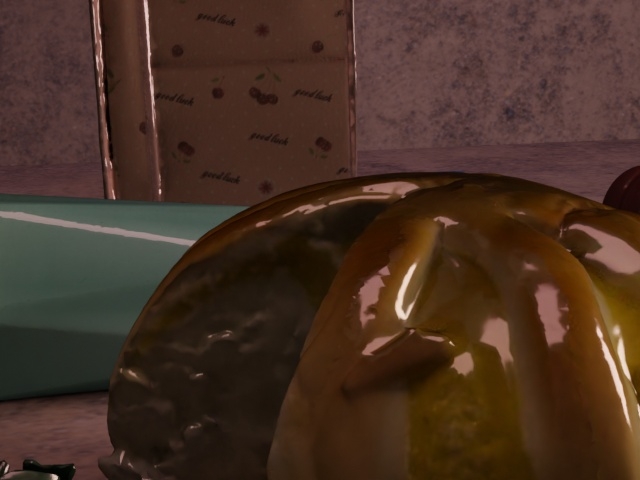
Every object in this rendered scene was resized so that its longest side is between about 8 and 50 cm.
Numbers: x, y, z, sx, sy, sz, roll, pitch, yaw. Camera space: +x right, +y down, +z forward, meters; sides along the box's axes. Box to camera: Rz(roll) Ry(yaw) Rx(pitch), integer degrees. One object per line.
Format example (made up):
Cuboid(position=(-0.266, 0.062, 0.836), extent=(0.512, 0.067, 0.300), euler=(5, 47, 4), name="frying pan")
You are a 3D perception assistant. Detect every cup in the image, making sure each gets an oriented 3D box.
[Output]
Cuboid(position=(-0.131, 0.037, 0.923), extent=(0.236, 0.148, 0.134), euler=(1, -19, -5), name="cup")

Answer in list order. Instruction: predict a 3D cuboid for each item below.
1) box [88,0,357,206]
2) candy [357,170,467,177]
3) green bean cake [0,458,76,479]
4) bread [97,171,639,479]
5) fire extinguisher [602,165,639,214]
Cuboid(position=(-0.081, -0.143, 1.126), extent=(0.190, 0.225, 0.297), euler=(-4, 10, -5), name="box")
Cuboid(position=(0.000, 0.001, 1.227), extent=(0.306, 0.100, 0.157), euler=(-3, 10, -10), name="candy")
Cuboid(position=(-0.175, 0.112, 0.453), extent=(0.193, 0.107, 0.208), euler=(-9, 9, -35), name="green bean cake")
Cuboid(position=(0.063, 0.050, 0.640), extent=(0.333, 0.160, 0.333), euler=(0, 8, 0), name="bread")
Cuboid(position=(0.386, -0.003, 1.138), extent=(0.138, 0.102, 0.344), euler=(-5, 8, -30), name="fire extinguisher")
